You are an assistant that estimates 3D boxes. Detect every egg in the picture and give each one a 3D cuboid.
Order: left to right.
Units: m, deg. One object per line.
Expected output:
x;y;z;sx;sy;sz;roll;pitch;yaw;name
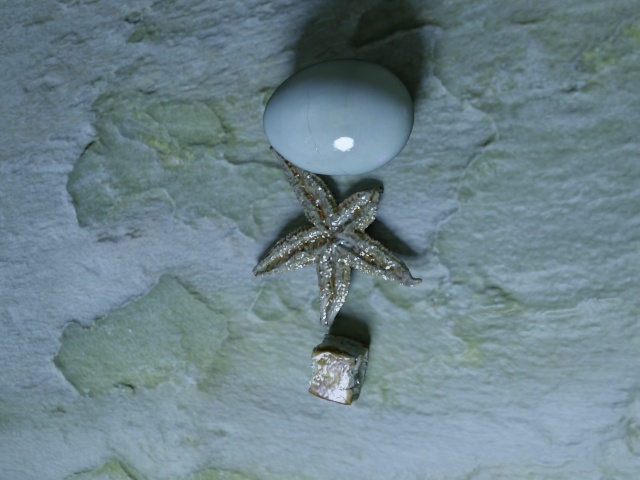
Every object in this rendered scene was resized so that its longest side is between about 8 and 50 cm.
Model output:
0.020;-0.157;1.264;0.209;0.151;0.151;-3;97;32;egg

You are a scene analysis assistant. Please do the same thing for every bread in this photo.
0.026;0.178;1.365;0.070;0.077;0.083;13;105;14;bread

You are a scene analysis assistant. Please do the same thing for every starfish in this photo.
-0.003;0.001;1.362;0.295;0.048;0.231;46;116;15;starfish
